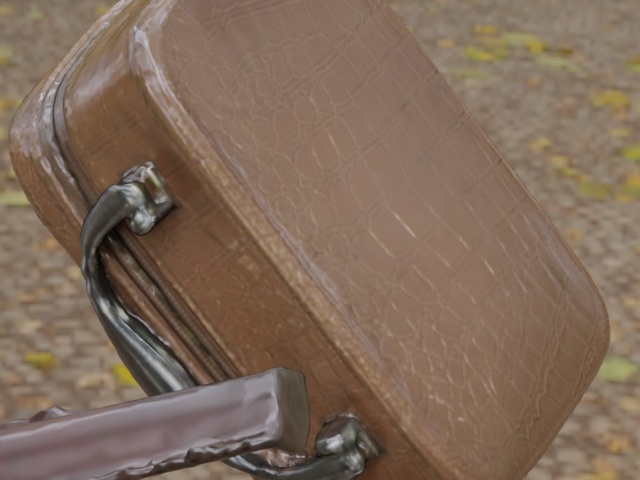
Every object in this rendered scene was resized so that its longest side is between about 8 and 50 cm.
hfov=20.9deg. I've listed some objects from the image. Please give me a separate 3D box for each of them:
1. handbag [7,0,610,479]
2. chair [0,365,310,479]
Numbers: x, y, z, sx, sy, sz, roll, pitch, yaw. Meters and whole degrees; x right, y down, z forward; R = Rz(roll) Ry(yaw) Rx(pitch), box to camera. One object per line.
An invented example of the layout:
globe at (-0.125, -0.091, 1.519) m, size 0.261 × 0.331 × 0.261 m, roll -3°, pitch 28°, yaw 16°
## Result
handbag at (0.000, 0.000, 0.548) m, size 0.072 × 0.193 × 0.151 m, roll -29°, pitch 14°, yaw 36°
chair at (-0.194, -0.011, 0.339) m, size 0.326 × 0.176 × 0.183 m, roll -17°, pitch -25°, yaw 18°
